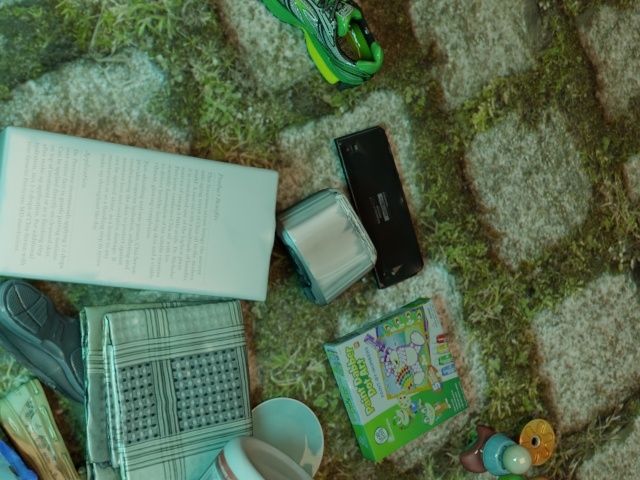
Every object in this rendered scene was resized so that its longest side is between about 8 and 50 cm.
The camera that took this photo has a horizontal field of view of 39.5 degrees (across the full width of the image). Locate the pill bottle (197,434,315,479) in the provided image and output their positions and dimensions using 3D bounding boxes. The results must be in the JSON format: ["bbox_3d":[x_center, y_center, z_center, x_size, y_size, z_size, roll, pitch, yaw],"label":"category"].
[{"bbox_3d":[-0.168,0.519,1.461,0.210,0.210,0.363,35,96,-23],"label":"pill bottle"}]

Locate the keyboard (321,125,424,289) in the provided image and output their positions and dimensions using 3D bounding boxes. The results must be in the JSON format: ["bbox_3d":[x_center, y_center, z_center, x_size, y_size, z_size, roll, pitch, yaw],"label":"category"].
[{"bbox_3d":[0.086,-0.054,1.769,0.202,0.033,0.317,-20,97,-28],"label":"keyboard"}]

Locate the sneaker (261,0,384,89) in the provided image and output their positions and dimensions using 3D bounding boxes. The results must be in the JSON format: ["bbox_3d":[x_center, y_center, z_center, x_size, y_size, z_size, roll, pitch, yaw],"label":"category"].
[{"bbox_3d":[0.006,-0.447,1.673,0.343,0.146,0.134,48,68,-18],"label":"sneaker"}]

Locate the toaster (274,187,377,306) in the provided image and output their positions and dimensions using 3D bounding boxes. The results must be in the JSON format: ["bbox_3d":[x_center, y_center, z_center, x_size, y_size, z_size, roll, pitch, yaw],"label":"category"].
[{"bbox_3d":[0.000,0.000,1.651,0.146,0.129,0.226,-32,98,-11],"label":"toaster"}]

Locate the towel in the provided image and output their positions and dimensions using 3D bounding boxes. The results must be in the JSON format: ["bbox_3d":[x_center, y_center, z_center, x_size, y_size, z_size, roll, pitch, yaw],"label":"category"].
[{"bbox_3d":[-0.248,0.256,1.498,0.324,0.056,0.312,-1,86,-41],"label":"towel"}]

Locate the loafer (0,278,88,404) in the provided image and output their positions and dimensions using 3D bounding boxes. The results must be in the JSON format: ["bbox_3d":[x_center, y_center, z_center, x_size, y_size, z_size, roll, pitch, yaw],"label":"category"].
[{"bbox_3d":[-0.437,0.175,1.443,0.302,0.095,0.109,54,32,-35],"label":"loafer"}]

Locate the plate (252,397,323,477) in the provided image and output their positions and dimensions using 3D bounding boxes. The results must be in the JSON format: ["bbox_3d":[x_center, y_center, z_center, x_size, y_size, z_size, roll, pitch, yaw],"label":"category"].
[{"bbox_3d":[-0.081,0.387,1.666,0.188,0.024,0.188,1,89,-28],"label":"plate"}]

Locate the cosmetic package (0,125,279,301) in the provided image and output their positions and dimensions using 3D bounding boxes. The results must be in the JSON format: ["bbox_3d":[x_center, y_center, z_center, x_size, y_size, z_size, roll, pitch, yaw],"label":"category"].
[{"bbox_3d":[-0.312,-0.033,1.478,0.454,0.161,0.229,8,85,-27],"label":"cosmetic package"}]

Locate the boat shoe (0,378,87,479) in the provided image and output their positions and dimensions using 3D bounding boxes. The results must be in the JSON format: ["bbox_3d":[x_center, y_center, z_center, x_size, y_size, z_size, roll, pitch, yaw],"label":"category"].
[{"bbox_3d":[-0.419,0.359,1.440,0.089,0.105,0.285,-36,103,-25],"label":"boat shoe"}]

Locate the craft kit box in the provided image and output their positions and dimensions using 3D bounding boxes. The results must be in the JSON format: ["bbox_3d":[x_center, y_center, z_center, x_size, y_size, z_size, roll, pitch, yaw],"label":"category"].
[{"bbox_3d":[0.156,0.273,1.782,0.247,0.061,0.249,-24,99,-24],"label":"craft kit box"}]

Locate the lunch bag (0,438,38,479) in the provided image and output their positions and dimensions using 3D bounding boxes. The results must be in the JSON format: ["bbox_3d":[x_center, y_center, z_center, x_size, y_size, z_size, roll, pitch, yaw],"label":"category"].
[{"bbox_3d":[-0.554,0.504,1.284,0.328,0.239,0.385,-22,121,-28],"label":"lunch bag"}]

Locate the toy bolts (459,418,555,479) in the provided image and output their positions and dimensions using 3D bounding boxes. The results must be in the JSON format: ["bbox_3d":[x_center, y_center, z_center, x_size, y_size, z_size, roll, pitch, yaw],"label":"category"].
[{"bbox_3d":[0.435,0.461,1.863,0.229,0.158,0.218,37,72,-22],"label":"toy bolts"}]
